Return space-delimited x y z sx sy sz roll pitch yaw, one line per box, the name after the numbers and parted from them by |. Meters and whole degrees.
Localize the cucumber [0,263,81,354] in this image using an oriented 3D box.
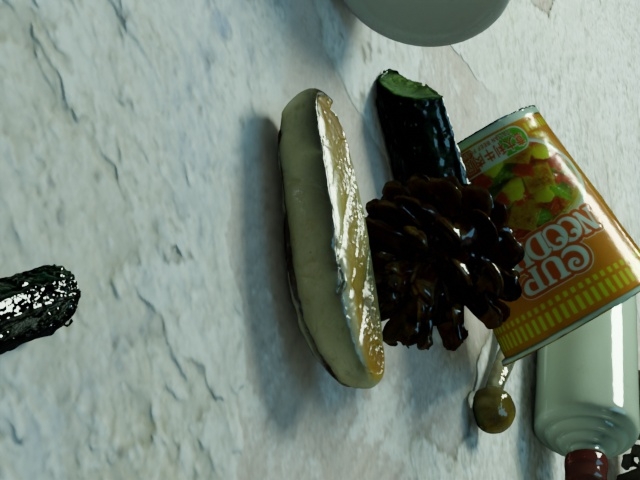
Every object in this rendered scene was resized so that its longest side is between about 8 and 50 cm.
-0.165 0.038 0.653 0.039 0.043 0.163 42 19 13 | cucumber

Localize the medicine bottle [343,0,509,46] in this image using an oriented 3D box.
0.106 -0.301 1.221 0.165 0.165 0.273 60 30 -34 | medicine bottle

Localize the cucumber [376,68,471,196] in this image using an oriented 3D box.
0.094 -0.040 1.206 0.046 0.070 0.220 -19 95 -35 | cucumber

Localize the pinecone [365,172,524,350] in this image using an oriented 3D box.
0.081 0.022 1.068 0.121 0.140 0.140 -40 119 -31 | pinecone

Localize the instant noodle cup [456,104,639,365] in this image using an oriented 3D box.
0.183 -0.010 1.253 0.185 0.168 0.168 61 24 6 | instant noodle cup

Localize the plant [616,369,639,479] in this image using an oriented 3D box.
0.463 0.238 1.577 0.194 0.321 0.181 -41 132 -70 | plant

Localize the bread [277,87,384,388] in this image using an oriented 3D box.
0.000 -0.001 0.997 0.073 0.053 0.214 23 56 -65 | bread

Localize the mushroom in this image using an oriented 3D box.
0.172 0.057 1.361 0.068 0.043 0.306 81 14 -46 | mushroom

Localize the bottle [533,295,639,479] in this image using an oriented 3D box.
0.264 0.137 1.435 0.104 0.104 0.245 53 34 -42 | bottle
